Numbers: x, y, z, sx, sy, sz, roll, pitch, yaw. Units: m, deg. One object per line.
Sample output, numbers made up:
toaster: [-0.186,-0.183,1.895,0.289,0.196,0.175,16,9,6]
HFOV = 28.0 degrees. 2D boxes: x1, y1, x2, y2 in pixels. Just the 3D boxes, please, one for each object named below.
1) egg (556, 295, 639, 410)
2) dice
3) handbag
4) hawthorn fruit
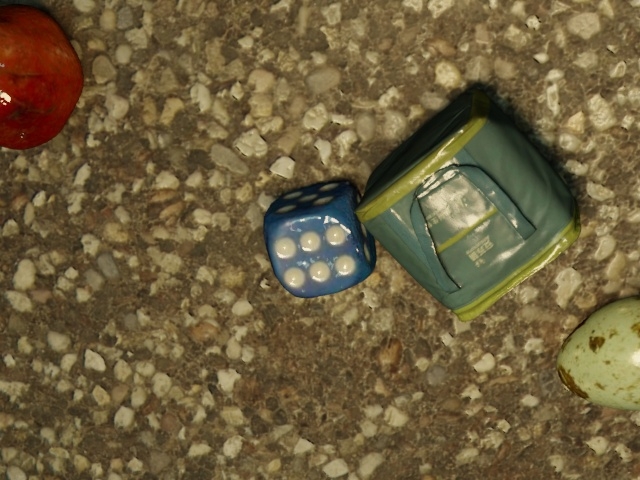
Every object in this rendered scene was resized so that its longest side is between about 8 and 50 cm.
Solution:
egg: [0.458,0.171,1.905,0.231,0.169,0.169,-21,103,34]
dice: [0.000,0.000,1.956,0.143,0.146,0.146,-14,109,13]
handbag: [0.212,-0.049,1.855,0.263,0.222,0.241,-42,101,19]
hawthorn fruit: [-0.478,-0.242,1.912,0.224,0.261,0.224,2,102,8]
